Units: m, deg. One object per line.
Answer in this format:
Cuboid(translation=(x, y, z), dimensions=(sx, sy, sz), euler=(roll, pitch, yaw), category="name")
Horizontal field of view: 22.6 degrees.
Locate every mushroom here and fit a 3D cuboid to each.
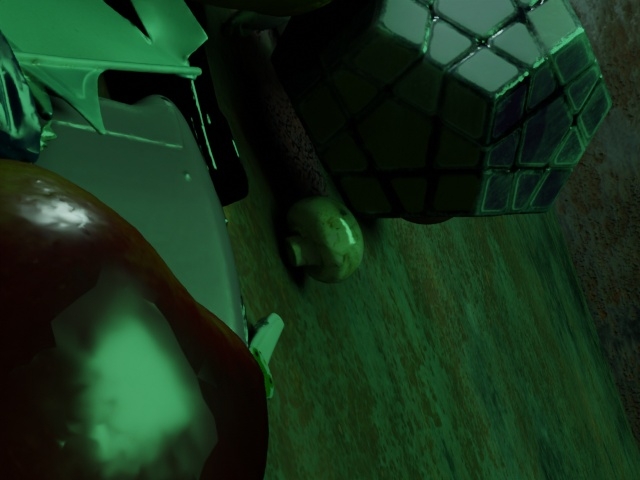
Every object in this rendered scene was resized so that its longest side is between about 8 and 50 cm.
Cuboid(translation=(0.000, 0.000, 1.452), dimensions=(0.083, 0.067, 0.083), euler=(52, -25, 37), category="mushroom")

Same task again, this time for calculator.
Cuboid(translation=(-0.127, 0.019, 0.885), dimensions=(0.194, 0.043, 0.294), euler=(11, 51, -34), category="calculator")

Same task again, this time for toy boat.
Cuboid(translation=(-0.163, -0.113, 0.886), dimensions=(0.291, 0.070, 0.210), euler=(20, 39, -40), category="toy boat")

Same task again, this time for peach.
Cuboid(translation=(-0.142, 0.085, 0.609), dimensions=(0.199, 0.243, 0.243), euler=(80, -3, -66), category="peach")

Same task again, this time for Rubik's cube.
Cuboid(translation=(0.112, -0.154, 1.501), dimensions=(0.264, 0.319, 0.319), euler=(27, 38, -28), category="Rubik's cube")

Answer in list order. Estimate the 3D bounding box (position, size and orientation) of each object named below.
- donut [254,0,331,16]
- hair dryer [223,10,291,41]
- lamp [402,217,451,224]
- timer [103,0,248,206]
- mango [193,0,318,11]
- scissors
Cuboid(translation=(-0.031, -0.317, 1.422), dimensions=(0.128, 0.208, 0.261), euler=(48, 17, -43), category="donut")
Cuboid(translation=(-0.036, -0.190, 1.595), dimensions=(0.237, 0.075, 0.206), euler=(-12, 89, -66), category="hair dryer")
Cuboid(translation=(0.090, -0.097, 1.751), dimensions=(0.182, 0.140, 0.182), euler=(58, 0, -1), category="lamp")
Cuboid(translation=(-0.111, -0.119, 1.239), dimensions=(0.144, 0.055, 0.187), euler=(-2, 73, -73), category="timer")
Cuboid(translation=(-0.090, -0.270, 1.095), dimensions=(0.445, 0.301, 0.220), euler=(43, 58, -73), category="mango")
Cuboid(translation=(-0.055, 0.106, 1.210), dimensions=(0.204, 0.027, 0.101), euler=(-63, 133, -66), category="scissors")
